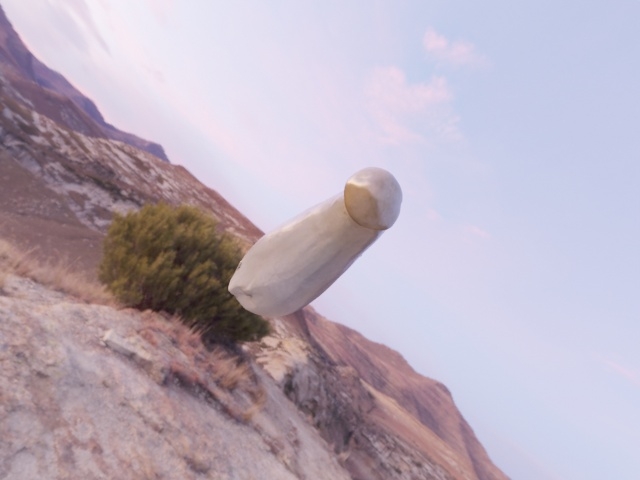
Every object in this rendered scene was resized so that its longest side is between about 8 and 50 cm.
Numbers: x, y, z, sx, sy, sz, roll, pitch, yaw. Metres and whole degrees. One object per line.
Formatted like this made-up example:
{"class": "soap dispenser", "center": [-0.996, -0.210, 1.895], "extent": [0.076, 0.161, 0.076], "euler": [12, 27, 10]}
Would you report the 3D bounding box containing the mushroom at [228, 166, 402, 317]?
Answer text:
{"class": "mushroom", "center": [0.000, 0.000, 0.516], "extent": [0.103, 0.118, 0.270], "euler": [50, -51, 2]}
